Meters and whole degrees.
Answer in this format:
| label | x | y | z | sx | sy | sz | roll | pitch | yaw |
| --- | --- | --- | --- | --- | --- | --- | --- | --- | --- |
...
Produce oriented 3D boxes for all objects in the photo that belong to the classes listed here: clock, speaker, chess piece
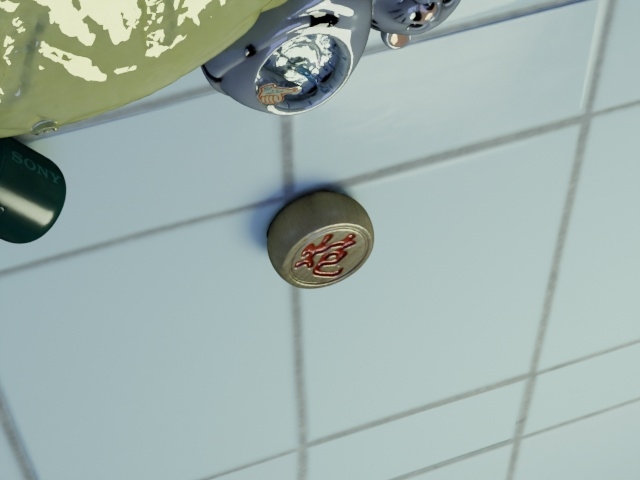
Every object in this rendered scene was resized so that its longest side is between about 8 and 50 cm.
| label | x | y | z | sx | sy | sz | roll | pitch | yaw |
| --- | --- | --- | --- | --- | --- | --- | --- | --- | --- |
| clock | 0.012 | -0.139 | 0.727 | 0.176 | 0.080 | 0.117 | -38 | 142 | 14 |
| speaker | -0.214 | -0.033 | 0.759 | 0.094 | 0.060 | 0.075 | -4 | 156 | 35 |
| chess piece | 0.000 | 0.000 | 0.921 | 0.083 | 0.038 | 0.084 | -14 | 140 | -12 |

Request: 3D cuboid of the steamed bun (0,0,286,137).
| label | x | y | z | sx | sy | sz | roll | pitch | yaw |
| --- | --- | --- | --- | --- | --- | --- | --- | --- | --- |
| steamed bun | -0.122 | -0.176 | 0.537 | 0.273 | 0.166 | 0.232 | -31 | 154 | -13 |
